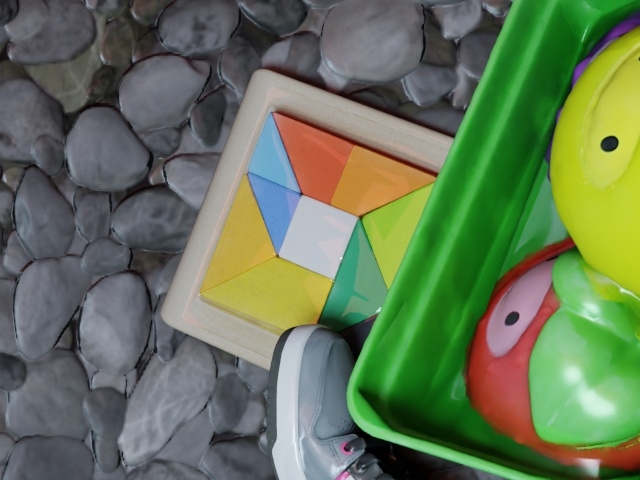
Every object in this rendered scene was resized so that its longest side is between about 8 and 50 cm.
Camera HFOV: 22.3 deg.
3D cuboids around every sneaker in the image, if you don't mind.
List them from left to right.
[{"bbox_3d":[0.071,0.193,1.141,0.178,0.124,0.295,-13,88,27],"label":"sneaker"}]

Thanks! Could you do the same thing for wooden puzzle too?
[{"bbox_3d":[0.000,0.000,1.254,0.238,0.044,0.221,23,93,27],"label":"wooden puzzle"}]

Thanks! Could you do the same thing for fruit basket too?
[{"bbox_3d":[0.192,-0.025,0.952,0.283,0.392,0.392,15,89,27],"label":"fruit basket"}]
